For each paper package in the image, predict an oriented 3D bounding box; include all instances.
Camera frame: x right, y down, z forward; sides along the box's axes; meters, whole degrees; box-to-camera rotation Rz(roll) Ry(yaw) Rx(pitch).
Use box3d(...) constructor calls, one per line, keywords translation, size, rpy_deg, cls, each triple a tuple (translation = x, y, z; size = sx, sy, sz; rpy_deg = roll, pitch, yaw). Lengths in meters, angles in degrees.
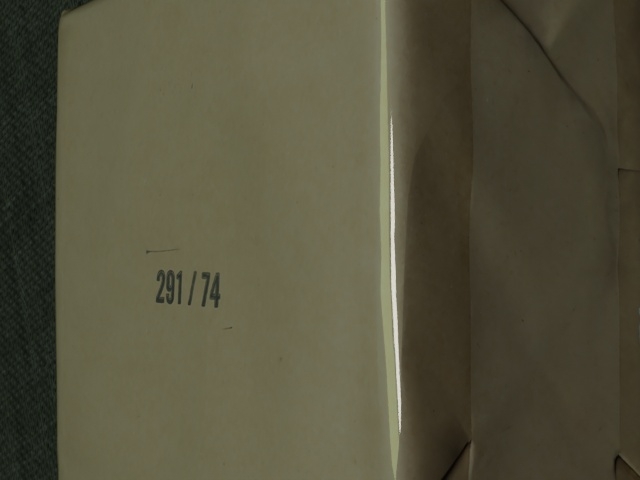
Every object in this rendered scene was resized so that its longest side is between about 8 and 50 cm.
box3d(translation=(0.000, 0.000, 0.811), size=(0.325, 0.168, 0.309), rpy_deg=(-8, 82, 54), cls="paper package")

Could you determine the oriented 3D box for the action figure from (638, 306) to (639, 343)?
box3d(translation=(0.299, -0.043, 0.469), size=(0.330, 0.178, 0.341), rpy_deg=(22, 76, 46), cls="action figure")
